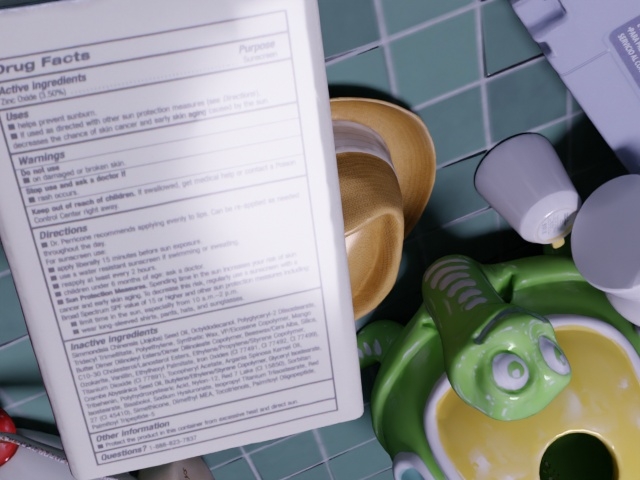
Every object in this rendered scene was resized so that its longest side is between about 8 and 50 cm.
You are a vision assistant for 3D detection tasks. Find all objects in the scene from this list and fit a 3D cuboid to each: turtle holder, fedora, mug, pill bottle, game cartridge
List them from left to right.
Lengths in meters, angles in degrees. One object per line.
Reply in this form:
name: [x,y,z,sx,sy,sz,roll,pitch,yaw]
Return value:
fedora: [0.000,0.000,0.637,0.194,0.079,0.194,-15,138,-14]
mug: [0.156,-0.030,0.698,0.078,0.064,0.062,12,126,-37]
turtle holder: [0.173,0.128,0.748,0.243,0.227,0.320,-11,137,-17]
pill bottle: [0.265,0.019,0.696,0.193,0.108,0.108,18,123,-38]
game cartridge: [0.265,-0.125,0.636,0.196,0.060,0.294,-25,143,24]

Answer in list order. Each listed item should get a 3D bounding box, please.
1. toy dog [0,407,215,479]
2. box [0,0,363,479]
toy dog: [-0.195,0.207,0.690,0.334,0.161,0.220,25,118,-42]
box: [-0.073,-0.024,0.479,0.148,0.127,0.232,-11,118,-8]
